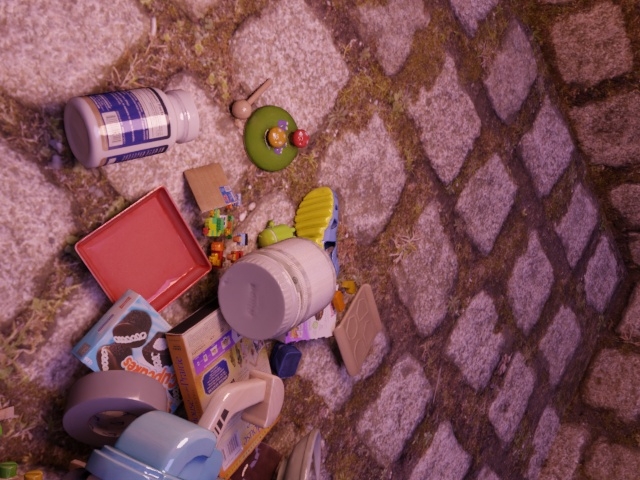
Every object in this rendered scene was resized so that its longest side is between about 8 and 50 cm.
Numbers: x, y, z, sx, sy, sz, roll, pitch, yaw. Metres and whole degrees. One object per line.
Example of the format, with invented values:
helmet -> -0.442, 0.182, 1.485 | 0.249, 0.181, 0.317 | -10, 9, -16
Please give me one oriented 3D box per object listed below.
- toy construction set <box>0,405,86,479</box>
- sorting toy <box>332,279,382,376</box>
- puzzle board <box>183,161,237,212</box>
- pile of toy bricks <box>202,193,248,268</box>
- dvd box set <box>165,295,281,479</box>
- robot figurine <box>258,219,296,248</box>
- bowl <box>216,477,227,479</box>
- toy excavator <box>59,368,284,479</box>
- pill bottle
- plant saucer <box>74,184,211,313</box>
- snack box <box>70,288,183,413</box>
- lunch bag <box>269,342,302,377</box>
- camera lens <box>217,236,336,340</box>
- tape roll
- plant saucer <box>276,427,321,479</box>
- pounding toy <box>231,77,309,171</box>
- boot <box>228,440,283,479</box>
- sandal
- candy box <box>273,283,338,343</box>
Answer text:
toy construction set -> -0.615, 0.496, 1.269 | 0.237, 0.257, 0.309 | -7, 77, -59
sorting toy -> 0.104, 0.244, 1.919 | 0.229, 0.041, 0.307 | -51, 134, -42
puzzle board -> -0.277, -0.134, 1.531 | 0.096, 0.011, 0.128 | -18, 67, -23
pile of toy bricks -> -0.260, -0.033, 1.541 | 0.105, 0.118, 0.212 | 0, 92, -60
dvd box set -> -0.237, 0.362, 1.587 | 0.307, 0.062, 0.420 | -38, 122, -56
robot figurine -> -0.124, -0.007, 1.709 | 0.115, 0.067, 0.101 | -19, 106, -39
bowl -> -0.282, 0.678, 1.438 | 0.311, 0.163, 0.311 | -14, 137, -14
toy excavator -> -0.271, 0.446, 1.311 | 0.433, 0.222, 0.445 | 50, 59, -50
pill bottle -> -0.416, -0.260, 1.362 | 0.264, 0.153, 0.153 | -20, 108, -39
plant saucer -> -0.422, 0.040, 1.462 | 0.258, 0.047, 0.259 | -42, 121, -30
snack box -> -0.414, 0.283, 1.445 | 0.187, 0.060, 0.322 | -52, 137, -22
lunch bag -> -0.104, 0.340, 1.764 | 0.067, 0.065, 0.098 | 9, 106, -44
camera lens -> -0.102, 0.117, 1.557 | 0.274, 0.219, 0.219 | -23, 111, -60
tape roll -> -0.455, 0.380, 1.364 | 0.219, 0.219, 0.072 | 40, 27, -37
plant saucer -> -0.071, 0.738, 1.736 | 0.400, 0.100, 0.400 | 4, 90, -83
pounding toy -> -0.116, -0.302, 1.654 | 0.183, 0.110, 0.237 | -43, 121, -30
boot -> -0.161, 0.708, 1.743 | 0.248, 0.090, 0.207 | 49, 64, -31
sandal -> 0.000, 0.000, 1.783 | 0.138, 0.126, 0.317 | 25, 70, -55
candy box -> -0.044, 0.208, 1.804 | 0.196, 0.070, 0.165 | 1, 94, -41
